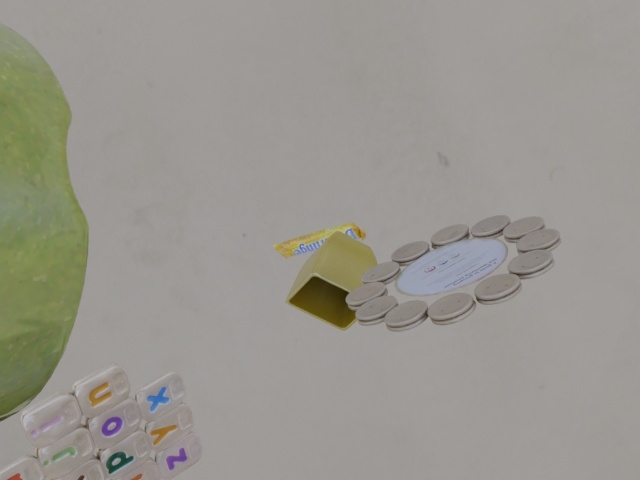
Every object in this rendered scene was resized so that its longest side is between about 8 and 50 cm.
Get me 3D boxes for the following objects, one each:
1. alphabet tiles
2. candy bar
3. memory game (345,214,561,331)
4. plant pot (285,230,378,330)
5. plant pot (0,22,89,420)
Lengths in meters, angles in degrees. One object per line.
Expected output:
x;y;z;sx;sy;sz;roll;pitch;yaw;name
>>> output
-0.285;0.293;1.245;0.278;0.284;0.021;-30;40;-28;alphabet tiles
0.000;0.000;1.501;0.161;0.040;0.018;-15;49;33;candy bar
0.110;0.025;0.795;0.186;0.186;0.012;-24;108;-7;memory game
0.019;0.039;1.103;0.081;0.081;0.083;26;53;-13;plant pot
-0.234;-0.007;0.332;0.276;0.253;0.276;0;90;41;plant pot
